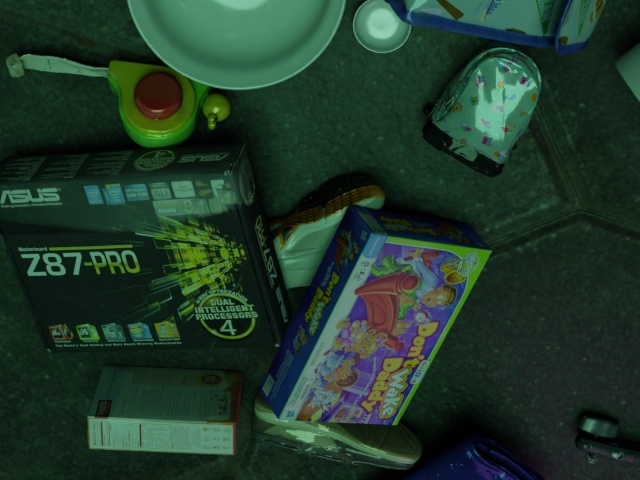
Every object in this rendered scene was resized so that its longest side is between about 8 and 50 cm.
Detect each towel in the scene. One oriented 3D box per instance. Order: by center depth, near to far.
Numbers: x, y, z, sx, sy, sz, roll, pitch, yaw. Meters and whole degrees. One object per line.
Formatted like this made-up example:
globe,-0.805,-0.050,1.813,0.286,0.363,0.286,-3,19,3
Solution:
towel,0.218,0.444,2.184,0.228,0.076,0.308,41,123,-20

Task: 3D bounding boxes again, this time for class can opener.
can opener,0.506,0.348,2.174,0.186,0.059,0.073,21,114,-8

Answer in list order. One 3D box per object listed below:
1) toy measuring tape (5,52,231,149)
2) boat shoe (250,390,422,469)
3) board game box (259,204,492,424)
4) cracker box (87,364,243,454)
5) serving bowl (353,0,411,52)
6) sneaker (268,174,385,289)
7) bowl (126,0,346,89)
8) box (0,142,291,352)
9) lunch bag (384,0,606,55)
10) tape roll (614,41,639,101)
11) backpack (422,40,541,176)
toy measuring tape,-0.295,-0.197,1.896,0.330,0.121,0.121,7,116,-1
boat shoe,0.022,0.323,2.155,0.285,0.103,0.092,16,120,-2
board game box,0.082,0.123,2.010,0.233,0.078,0.347,7,120,-34
cracker box,-0.245,0.270,2.101,0.232,0.155,0.067,3,116,0
serving bowl,0.088,-0.312,1.882,0.083,0.027,0.083,0,116,1
sneaker,0.000,0.000,2.009,0.262,0.099,0.121,-29,119,22
bowl,-0.112,-0.365,1.803,0.298,0.134,0.297,0,115,1
box,-0.266,0.017,1.954,0.395,0.097,0.318,-2,123,17
lunch bag,0.264,-0.425,1.697,0.386,0.239,0.327,5,116,-35
tape roll,0.545,-0.201,1.806,0.169,0.246,0.246,-37,109,17
backpack,0.246,-0.194,1.889,0.152,0.115,0.182,27,111,-9
